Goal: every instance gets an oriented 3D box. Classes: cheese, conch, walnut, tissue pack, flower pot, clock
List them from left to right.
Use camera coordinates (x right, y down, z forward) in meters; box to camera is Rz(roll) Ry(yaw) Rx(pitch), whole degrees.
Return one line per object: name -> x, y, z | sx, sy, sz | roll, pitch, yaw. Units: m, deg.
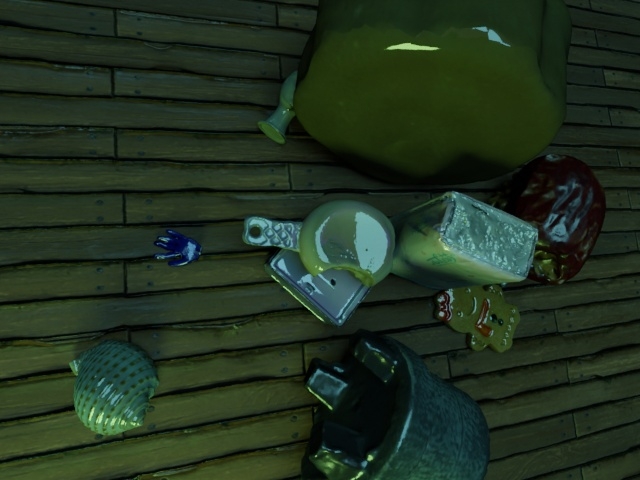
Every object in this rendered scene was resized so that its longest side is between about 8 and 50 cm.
conch -> -0.336, 0.237, 0.679 | 0.135, 0.102, 0.153 | -37, 93, -35
cheese -> 0.000, 0.000, 0.759 | 0.286, 0.082, 0.163 | 4, 80, -16
clock -> 0.002, 0.060, 0.830 | 0.193, 0.073, 0.145 | 43, 71, -8
flower pot -> 0.098, 0.329, 0.716 | 0.282, 0.299, 0.299 | 36, 72, -18
tissue pack -> 0.245, 0.014, 0.813 | 0.201, 0.271, 0.124 | 19, 74, -15
walnut -> 0.498, -0.053, 0.941 | 0.243, 0.222, 0.269 | 18, 60, 23

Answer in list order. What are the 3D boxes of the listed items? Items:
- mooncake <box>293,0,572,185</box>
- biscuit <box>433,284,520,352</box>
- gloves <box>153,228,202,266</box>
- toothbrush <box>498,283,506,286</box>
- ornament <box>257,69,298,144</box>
mooncake -> 0.190, -0.297, 0.750 | 0.466, 0.467, 0.262 | 17, 70, -15
biscuit -> 0.364, 0.165, 0.954 | 0.225, 0.036, 0.166 | 31, 74, -11
gloves -> -0.269, 0.018, 0.772 | 0.086, 0.026, 0.064 | 23, 77, -14
toothbrush -> 0.540, 0.021, 1.037 | 0.304, 0.030, 0.030 | -40, 95, -21
ornament -> -0.062, -0.286, 0.863 | 0.074, 0.081, 0.156 | 34, 77, -15
